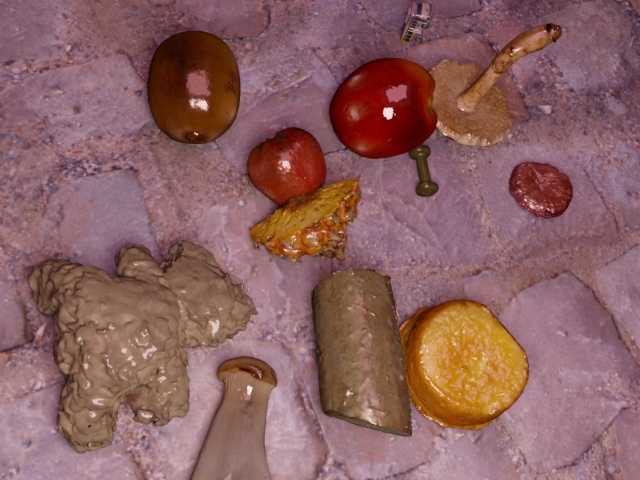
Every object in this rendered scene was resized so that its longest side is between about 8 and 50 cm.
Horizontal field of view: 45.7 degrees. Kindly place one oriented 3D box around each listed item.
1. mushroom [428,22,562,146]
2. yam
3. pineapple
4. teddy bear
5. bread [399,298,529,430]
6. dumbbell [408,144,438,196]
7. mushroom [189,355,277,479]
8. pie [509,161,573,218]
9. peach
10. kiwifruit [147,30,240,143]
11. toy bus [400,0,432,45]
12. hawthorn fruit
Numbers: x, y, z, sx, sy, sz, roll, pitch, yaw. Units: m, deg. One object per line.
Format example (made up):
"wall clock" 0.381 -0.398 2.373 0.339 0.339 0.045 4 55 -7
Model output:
"mushroom" 0.356 -0.374 1.704 0.233 0.301 0.208 -2 33 -28
"yam" 0.074 0.217 1.411 0.168 0.168 0.304 1 65 -13
"pineapple" -0.006 0.002 1.493 0.250 0.164 0.139 -20 25 3
"teddy bear" -0.300 0.156 1.354 0.368 0.224 0.357 -8 65 -33
"bread" 0.270 0.238 1.463 0.269 0.145 0.268 4 67 -9
"dumbbell" 0.229 -0.156 1.693 0.052 0.046 0.117 2 64 -19
"mushroom" -0.142 0.370 1.327 0.159 0.122 0.328 32 55 -40
"pie" 0.509 -0.119 1.748 0.154 0.038 0.153 5 64 -9
"peach" 0.133 -0.293 1.644 0.244 0.199 0.243 -8 57 12
"kiwifruit" -0.259 -0.309 1.564 0.196 0.196 0.233 -3 67 -15
"toy bus" 0.231 -0.527 1.836 0.058 0.102 0.052 12 63 -5
"hawthorn fruit" -0.050 -0.128 1.567 0.163 0.163 0.203 -34 96 -25
